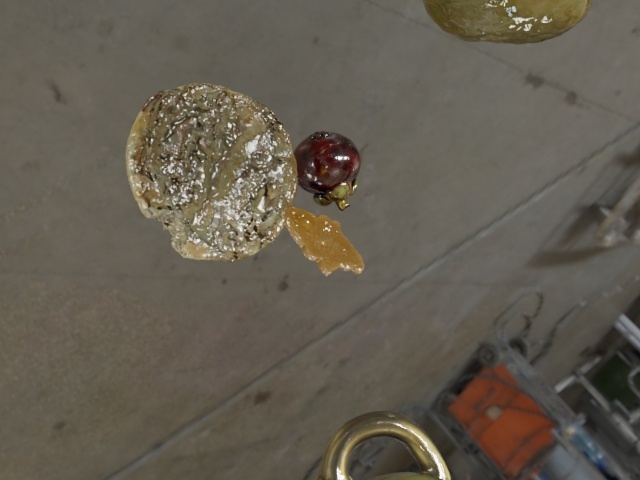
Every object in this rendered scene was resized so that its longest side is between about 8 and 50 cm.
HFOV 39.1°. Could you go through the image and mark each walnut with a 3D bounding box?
[{"bbox_3d":[0.277,-0.410,1.332,0.227,0.283,0.283,-37,154,-30],"label":"walnut"}]

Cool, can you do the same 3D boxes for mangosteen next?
[{"bbox_3d":[0.018,-0.163,2.147,0.200,0.200,0.200,-29,150,-19],"label":"mangosteen"}]

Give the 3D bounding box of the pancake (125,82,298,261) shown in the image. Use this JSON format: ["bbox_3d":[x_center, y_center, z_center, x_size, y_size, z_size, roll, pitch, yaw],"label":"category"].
[{"bbox_3d":[-0.212,-0.136,1.775,0.382,0.382,0.071,-16,178,-37],"label":"pancake"}]

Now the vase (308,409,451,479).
[{"bbox_3d":[0.082,0.424,1.374,0.302,0.329,0.241,11,161,-7],"label":"vase"}]

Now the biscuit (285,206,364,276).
[{"bbox_3d":[0.000,0.000,2.117,0.035,0.250,0.162,-40,-161,37],"label":"biscuit"}]
